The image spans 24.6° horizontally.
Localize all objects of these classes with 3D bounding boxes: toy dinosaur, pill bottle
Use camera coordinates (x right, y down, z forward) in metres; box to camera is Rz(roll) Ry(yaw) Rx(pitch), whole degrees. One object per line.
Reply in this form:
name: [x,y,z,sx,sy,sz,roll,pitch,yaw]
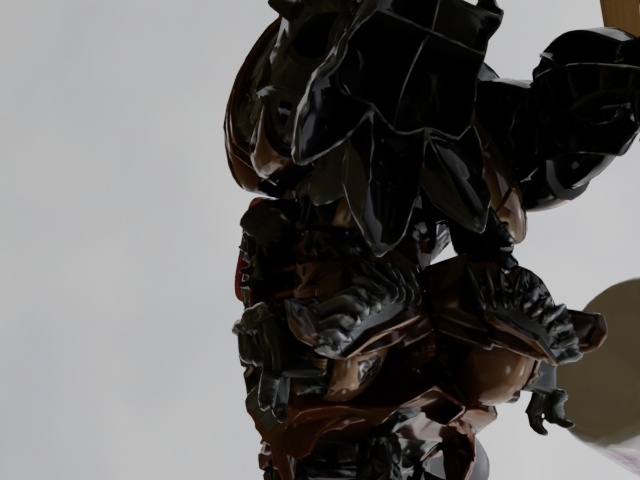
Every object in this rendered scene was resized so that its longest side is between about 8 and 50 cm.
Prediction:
toy dinosaur: [0.020,-0.030,0.478,0.218,0.164,0.321,-16,-89,65]
pill bottle: [0.372,0.167,1.376,0.169,0.301,0.169,-35,-141,35]

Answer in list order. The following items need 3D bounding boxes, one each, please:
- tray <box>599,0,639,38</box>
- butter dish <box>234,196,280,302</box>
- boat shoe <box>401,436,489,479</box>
tray: [0.431,-0.351,1.732,0.076,0.202,0.411,6,-136,30]
butter dish: [0.000,0.000,1.597,0.118,0.160,0.159,116,-13,-47]
boat shoe: [0.027,0.264,1.352,0.108,0.301,0.102,53,-35,12]
